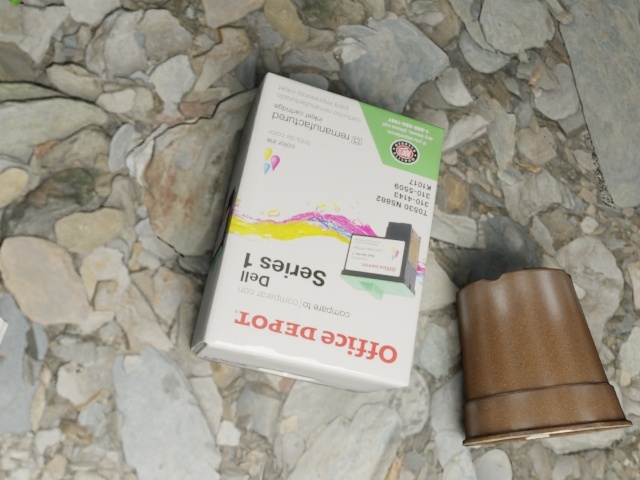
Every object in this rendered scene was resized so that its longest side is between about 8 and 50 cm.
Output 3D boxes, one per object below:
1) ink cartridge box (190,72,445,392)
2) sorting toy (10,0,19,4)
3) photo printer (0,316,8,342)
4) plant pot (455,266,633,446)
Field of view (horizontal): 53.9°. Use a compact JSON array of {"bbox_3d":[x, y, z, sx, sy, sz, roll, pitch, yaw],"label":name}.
[{"bbox_3d":[0.000,0.000,0.649,0.202,0.117,0.278,15,72,-13],"label":"ink cartridge box"},{"bbox_3d":[-0.417,-0.382,0.648,0.366,0.127,0.126,40,97,-6],"label":"sorting toy"},{"bbox_3d":[-0.440,0.075,0.498,0.308,0.107,0.256,38,68,-5],"label":"photo printer"},{"bbox_3d":[0.221,0.124,0.669,0.167,0.167,0.165,1,68,-17],"label":"plant pot"}]
